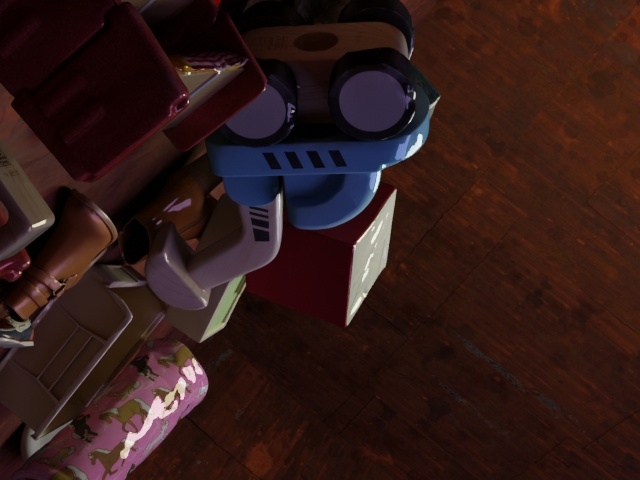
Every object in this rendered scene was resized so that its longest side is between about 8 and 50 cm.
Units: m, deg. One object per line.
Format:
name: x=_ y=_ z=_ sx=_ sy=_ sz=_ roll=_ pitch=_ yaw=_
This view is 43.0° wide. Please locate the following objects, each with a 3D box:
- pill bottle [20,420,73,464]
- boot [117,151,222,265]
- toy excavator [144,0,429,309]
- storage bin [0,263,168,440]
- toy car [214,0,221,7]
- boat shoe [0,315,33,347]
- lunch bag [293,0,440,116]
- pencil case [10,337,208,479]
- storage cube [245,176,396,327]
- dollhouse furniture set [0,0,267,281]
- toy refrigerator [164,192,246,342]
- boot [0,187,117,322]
pill bottle: x=-0.559 y=0.480 z=1.853 sx=0.210 sy=0.210 sz=0.363 roll=-51 pitch=178 yaw=-25
boot: x=-0.263 y=-0.025 z=1.423 sx=0.211 sy=0.104 sz=0.295 roll=-44 pitch=170 yaw=-27
toy excavator: x=-0.064 y=-0.086 z=1.146 sx=0.222 sy=0.433 sz=0.445 roll=-85 pitch=171 yaw=-53
storage bin: x=-0.396 y=0.172 z=1.370 sx=0.260 sy=0.123 sz=0.262 roll=-51 pitch=177 yaw=-1
toy car: x=-0.188 y=-0.181 z=0.879 sx=0.225 sy=0.053 sz=0.239 roll=-50 pitch=177 yaw=-23
boat shoe: x=-0.425 y=0.124 z=1.104 sx=0.137 sy=0.049 sz=0.043 roll=88 pitch=-2 yaw=-83
lunch bag: x=0.043 y=-0.268 z=1.328 sx=0.169 sy=0.287 sz=0.235 roll=-35 pitch=173 yaw=-5
pencil case: x=-0.343 y=0.327 z=1.378 sx=0.167 sy=0.160 sz=0.386 roll=-12 pitch=-156 yaw=35
storage cube: x=0.000 y=0.000 z=1.381 sx=0.183 sy=0.193 sz=0.214 roll=-52 pitch=154 yaw=-45
dollhouse furniture set: x=-0.247 y=-0.079 z=0.673 sx=0.374 sy=0.152 sz=0.201 roll=-34 pitch=-177 yaw=18
toy refrigerator: x=-0.172 y=0.046 z=1.465 sx=0.269 sy=0.094 sz=0.102 roll=-62 pitch=167 yaw=20
boot: x=-0.336 y=0.027 z=1.023 sx=0.152 sy=0.073 sz=0.197 roll=-46 pitch=173 yaw=-28
